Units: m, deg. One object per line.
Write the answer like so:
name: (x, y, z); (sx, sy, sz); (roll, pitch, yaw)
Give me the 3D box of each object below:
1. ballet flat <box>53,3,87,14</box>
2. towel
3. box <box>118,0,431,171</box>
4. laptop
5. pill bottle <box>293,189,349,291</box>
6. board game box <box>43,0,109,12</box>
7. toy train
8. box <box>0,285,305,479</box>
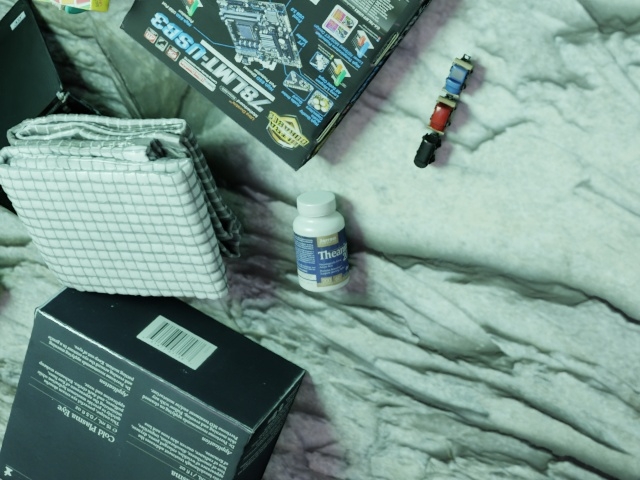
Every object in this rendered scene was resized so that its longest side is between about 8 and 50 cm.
ballet flat: (-0.260, -0.372, 1.836); (0.241, 0.091, 0.077); (-33, 75, 30)
towel: (-0.254, -0.050, 1.926); (0.283, 0.121, 0.235); (1, 134, 23)
box: (-0.056, -0.281, 1.787); (0.295, 0.073, 0.293); (39, 125, 3)
laptop: (-0.372, -0.156, 2.033); (0.264, 0.136, 0.234); (34, 128, -24)
pill bottle: (0.000, 0.000, 1.901); (0.067, 0.067, 0.120); (5, 116, 23)
board game box: (-0.289, -0.413, 1.789); (0.124, 0.039, 0.259); (17, 100, 42)
toy train: (0.145, -0.153, 1.776); (0.027, 0.036, 0.158); (28, 123, 11)
box: (-0.245, 0.254, 2.074); (0.343, 0.179, 0.312); (29, 122, 10)
